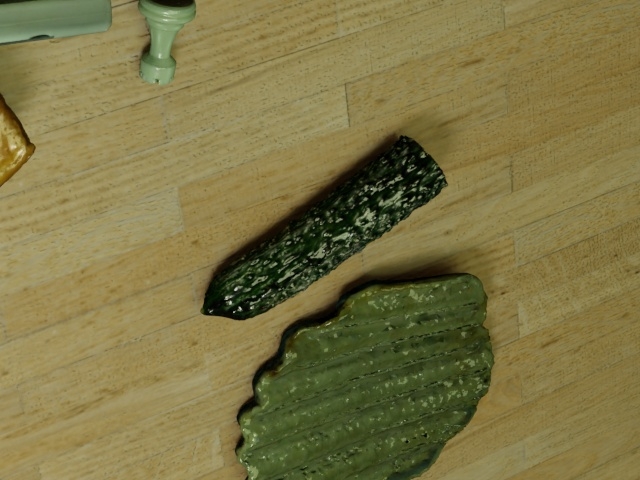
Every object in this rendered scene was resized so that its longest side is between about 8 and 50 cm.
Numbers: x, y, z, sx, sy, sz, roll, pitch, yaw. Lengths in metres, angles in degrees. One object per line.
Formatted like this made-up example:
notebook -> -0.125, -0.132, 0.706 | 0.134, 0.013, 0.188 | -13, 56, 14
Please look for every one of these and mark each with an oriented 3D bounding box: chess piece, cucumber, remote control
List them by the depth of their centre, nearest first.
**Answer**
remote control -> -0.372, -0.228, 1.628 | 0.296, 0.140, 0.056 | -13, 106, -38
chess piece -> -0.183, -0.235, 1.819 | 0.067, 0.067, 0.103 | -6, 124, -30
cucumber -> 0.000, 0.000, 2.031 | 0.359, 0.096, 0.096 | -37, 128, -13

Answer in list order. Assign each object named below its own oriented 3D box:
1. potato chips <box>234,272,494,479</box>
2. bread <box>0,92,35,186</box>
potato chips -> 0.074, 0.214, 2.202 | 0.429, 0.070, 0.358 | -16, 123, -25
bread -> -0.457, -0.069, 1.674 | 0.294, 0.132, 0.167 | -40, 130, -14
